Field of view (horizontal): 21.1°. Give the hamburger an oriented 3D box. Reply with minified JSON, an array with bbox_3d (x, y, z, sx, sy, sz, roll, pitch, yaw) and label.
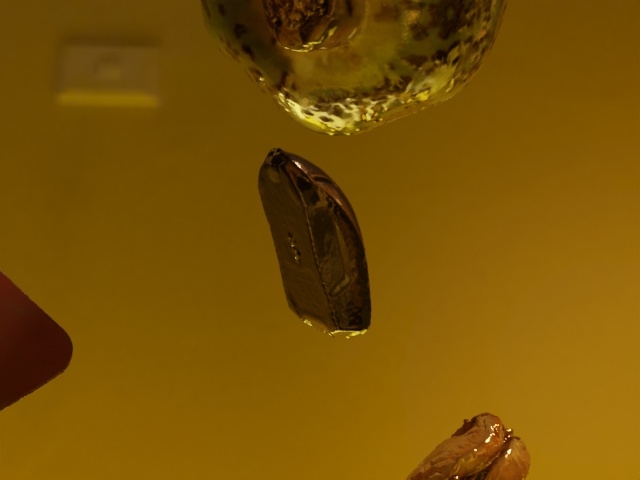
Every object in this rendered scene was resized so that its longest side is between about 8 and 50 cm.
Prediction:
[{"bbox_3d":[0.137,0.235,1.665,0.138,0.083,0.147,-47,0,44],"label":"hamburger"}]

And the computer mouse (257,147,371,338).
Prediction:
[{"bbox_3d":[0.000,0.000,1.770,0.122,0.073,0.217,25,133,57],"label":"computer mouse"}]

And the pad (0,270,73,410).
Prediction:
[{"bbox_3d":[-0.323,0.093,1.205,0.181,0.267,0.004,39,144,27],"label":"pad"}]

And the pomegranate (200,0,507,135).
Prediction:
[{"bbox_3d":[0.026,-0.201,1.300,0.270,0.254,0.254,-42,-45,-67],"label":"pomegranate"}]
